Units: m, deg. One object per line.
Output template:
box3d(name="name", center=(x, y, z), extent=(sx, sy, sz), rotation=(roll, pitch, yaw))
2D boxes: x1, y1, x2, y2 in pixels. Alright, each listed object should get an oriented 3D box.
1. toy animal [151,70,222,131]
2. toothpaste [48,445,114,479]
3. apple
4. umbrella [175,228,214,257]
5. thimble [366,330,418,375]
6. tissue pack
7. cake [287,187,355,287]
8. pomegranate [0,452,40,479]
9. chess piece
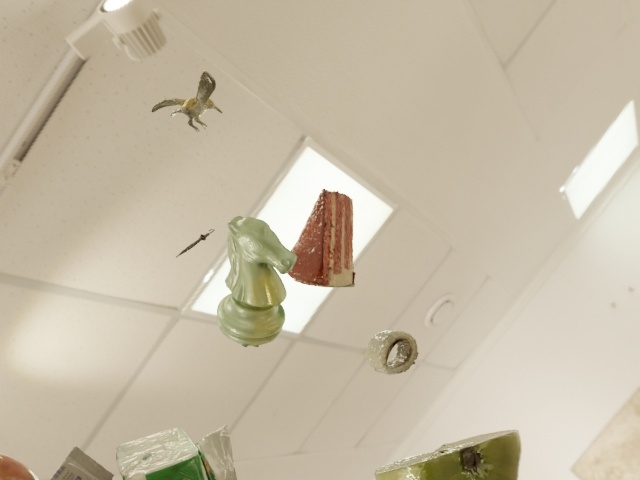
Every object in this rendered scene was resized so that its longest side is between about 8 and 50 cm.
box3d(name="toy animal", center=(-0.293, -0.304, 1.315), extent=(0.155, 0.219, 0.095), rotation=(26, -122, -51))
box3d(name="toothpaste", center=(-0.527, 0.554, 1.075), extent=(0.282, 0.068, 0.099), rotation=(-57, -36, -40))
box3d(name="apple", center=(0.327, 0.570, 1.406), extent=(0.320, 0.311, 0.360), rotation=(-59, -5, -21))
box3d(name="umbrella", center=(-0.335, 0.006, 1.504), extent=(0.149, 0.022, 0.022), rotation=(-47, -50, -43))
box3d(name="thimble", center=(0.183, 0.284, 1.416), extent=(0.102, 0.090, 0.115), rotation=(36, -110, -16))
box3d(name="tissue pack", center=(-0.182, 0.380, 0.777), extent=(0.156, 0.148, 0.209), rotation=(-13, -88, -22))
box3d(name="cake", center=(0.000, 0.000, 1.539), extent=(0.158, 0.159, 0.262), rotation=(8, -99, -50))
box3d(name="pomegranate", center=(-0.801, 0.646, 1.350), extent=(0.229, 0.252, 0.270), rotation=(-50, 12, -27))
box3d(name="chess piece", center=(-0.151, 0.088, 1.323), extent=(0.175, 0.176, 0.298), rotation=(-16, -52, -39))
